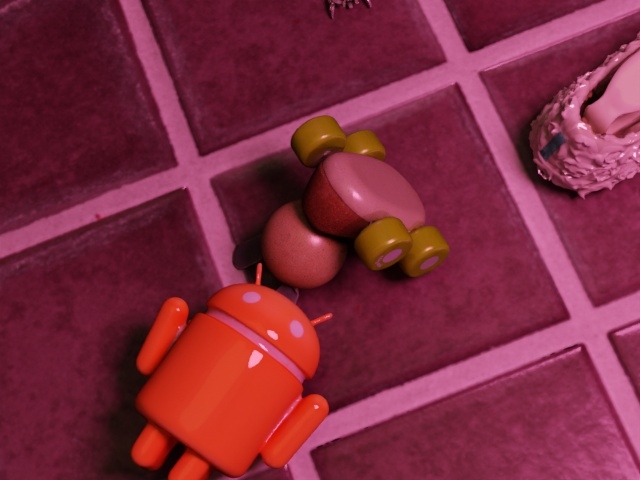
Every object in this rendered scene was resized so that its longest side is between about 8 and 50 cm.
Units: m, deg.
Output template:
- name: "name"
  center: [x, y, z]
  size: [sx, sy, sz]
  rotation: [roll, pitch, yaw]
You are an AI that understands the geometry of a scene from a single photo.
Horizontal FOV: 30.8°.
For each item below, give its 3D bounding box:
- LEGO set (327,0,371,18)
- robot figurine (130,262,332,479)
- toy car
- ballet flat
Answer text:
- name: "LEGO set"
  center: [0.035, -0.281, 1.278]
  size: [0.054, 0.023, 0.083]
  rotation: [15, 72, 12]
- name: "robot figurine"
  center: [-0.088, 0.131, 1.086]
  size: [0.158, 0.128, 0.219]
  rotation: [22, 71, 47]
- name: "toy car"
  center: [0.000, 0.000, 1.147]
  size: [0.188, 0.149, 0.155]
  rotation: [-41, 64, 22]
- name: "ballet flat"
  center: [0.390, -0.182, 1.145]
  size: [0.409, 0.147, 0.147]
  rotation: [-35, 70, -7]
